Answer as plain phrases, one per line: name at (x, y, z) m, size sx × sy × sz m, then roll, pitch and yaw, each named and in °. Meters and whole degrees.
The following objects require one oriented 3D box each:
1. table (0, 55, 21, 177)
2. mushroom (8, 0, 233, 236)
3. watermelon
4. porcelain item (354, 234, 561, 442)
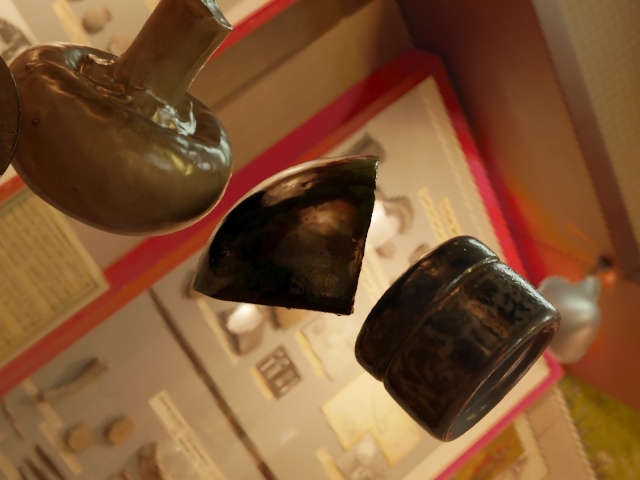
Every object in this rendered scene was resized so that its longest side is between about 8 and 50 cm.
table at (-0.279, -0.122, 0.680) m, size 0.167 × 0.167 × 0.227 m, roll 51°, pitch -20°, yaw 5°
mushroom at (-0.153, -0.116, 0.898) m, size 0.207 × 0.215 × 0.207 m, roll 33°, pitch 14°, yaw -10°
watermelon at (-0.011, -0.012, 0.875) m, size 0.193 × 0.145 × 0.137 m, roll 8°, pitch -5°, yaw 45°
porcelain item at (0.108, 0.077, 0.880) m, size 0.114 × 0.147 × 0.147 m, roll 43°, pitch -19°, yaw 20°
